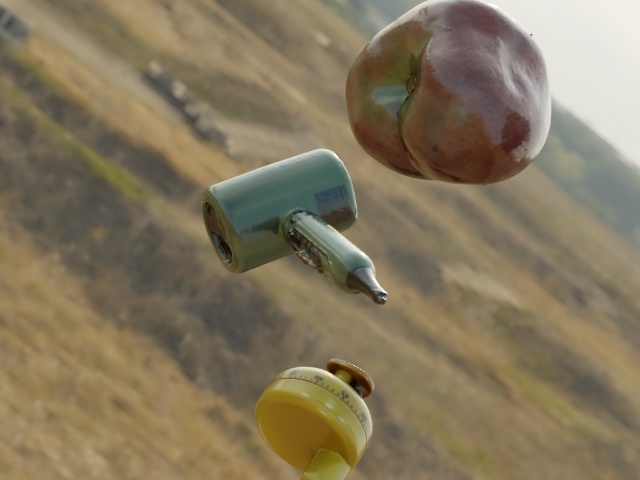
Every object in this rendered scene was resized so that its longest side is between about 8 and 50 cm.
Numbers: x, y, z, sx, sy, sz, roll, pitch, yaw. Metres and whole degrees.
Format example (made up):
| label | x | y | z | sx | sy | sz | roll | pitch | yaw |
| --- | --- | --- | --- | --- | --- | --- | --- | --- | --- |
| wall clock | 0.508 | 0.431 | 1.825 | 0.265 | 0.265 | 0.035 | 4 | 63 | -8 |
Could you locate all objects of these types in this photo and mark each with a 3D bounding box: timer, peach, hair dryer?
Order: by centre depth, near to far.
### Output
| label | x | y | z | sx | sy | sz | roll | pitch | yaw |
| --- | --- | --- | --- | --- | --- | --- | --- | --- | --- |
| hair dryer | 0.000 | 0.000 | 0.938 | 0.150 | 0.071 | 0.047 | 38 | -34 | 60 |
| peach | 0.106 | -0.100 | 1.465 | 0.152 | 0.152 | 0.152 | 38 | 6 | -5 |
| timer | -0.009 | 0.168 | 1.715 | 0.107 | 0.109 | 0.107 | 20 | -42 | 19 |
